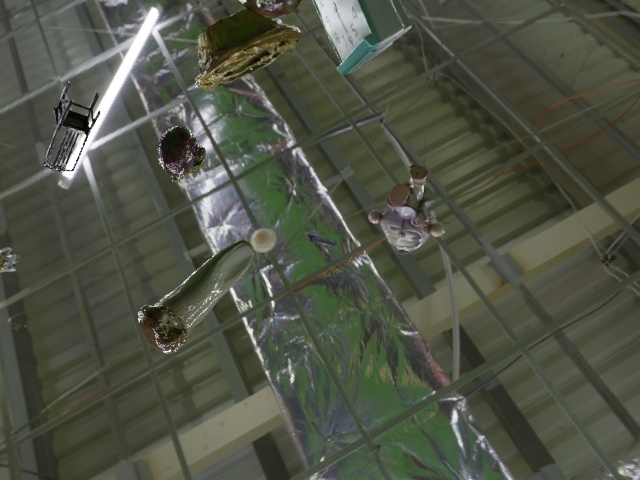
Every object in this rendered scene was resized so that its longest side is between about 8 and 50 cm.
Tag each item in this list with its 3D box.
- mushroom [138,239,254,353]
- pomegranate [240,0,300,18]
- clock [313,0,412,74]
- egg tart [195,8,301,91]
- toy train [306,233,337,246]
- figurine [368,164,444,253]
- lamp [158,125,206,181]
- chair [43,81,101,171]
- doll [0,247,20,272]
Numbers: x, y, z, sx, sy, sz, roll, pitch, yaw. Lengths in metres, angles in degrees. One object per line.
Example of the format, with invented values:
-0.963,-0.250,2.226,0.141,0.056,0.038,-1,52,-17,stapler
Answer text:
-0.184,0.076,0.662,0.071,0.084,0.209,-4,-145,46,mushroom
-0.077,-0.418,0.669,0.131,0.130,0.130,-4,-115,8,pomegranate
0.067,-0.486,0.877,0.116,0.262,0.231,-28,-77,-4,clock
-0.177,-0.436,0.976,0.289,0.288,0.118,-30,-74,-5,egg tart
0.000,0.000,0.997,0.017,0.083,0.017,29,-77,53,toy train
0.229,-0.073,1.125,0.201,0.275,0.132,13,-120,16,figurine
-0.429,-0.275,1.340,0.135,0.157,0.156,6,-112,-8,lamp
-0.650,-0.286,1.115,0.212,0.084,0.101,-48,-131,26,chair
-1.092,0.091,1.267,0.099,0.384,0.188,-1,-80,23,doll
